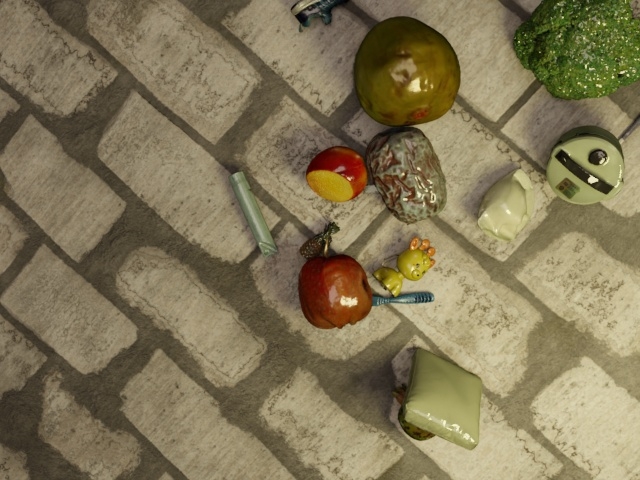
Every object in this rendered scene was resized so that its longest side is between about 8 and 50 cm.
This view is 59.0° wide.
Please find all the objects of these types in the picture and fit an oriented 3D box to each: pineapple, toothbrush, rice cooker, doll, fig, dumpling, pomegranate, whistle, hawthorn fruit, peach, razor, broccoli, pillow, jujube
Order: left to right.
[{"bbox_3d":[-0.233,-0.090,1.962,0.062,0.062,0.312,-23,91,8],"label":"whistle"},{"bbox_3d":[0.000,0.000,1.938,0.159,0.074,0.074,-44,88,5],"label":"pineapple"},{"bbox_3d":[0.044,0.169,1.863,0.258,0.258,0.261,-45,69,8],"label":"hawthorn fruit"},{"bbox_3d":[0.054,-0.214,1.855,0.193,0.190,0.190,-29,90,-14],"label":"peach"},{"bbox_3d":[0.261,0.203,1.935,0.254,0.042,0.081,-4,93,6],"label":"razor"},{"bbox_3d":[0.257,-0.526,1.751,0.344,0.343,0.342,1,94,7],"label":"fig"},{"bbox_3d":[0.278,-0.206,1.812,0.226,0.226,0.316,-21,104,8],"label":"jujube"},{"bbox_3d":[0.291,0.088,1.892,0.221,0.135,0.143,-43,120,2],"label":"doll"},{"bbox_3d":[0.321,0.577,1.905,0.159,0.159,0.205,-48,57,8],"label":"pomegranate"},{"bbox_3d":[0.392,0.497,1.807,0.256,0.322,0.119,24,119,4],"label":"pillow"},{"bbox_3d":[0.616,-0.104,1.842,0.179,0.131,0.252,37,76,-16],"label":"dumpling"},{"bbox_3d":[0.787,-0.595,1.691,0.414,0.321,0.309,15,87,22],"label":"broccoli"},{"bbox_3d":[0.806,-0.226,1.723,0.226,0.244,0.225,9,113,21],"label":"rice cooker"},{"bbox_3d":[0.984,-0.341,1.814,0.024,0.026,0.288,42,97,-1],"label":"toothbrush"}]

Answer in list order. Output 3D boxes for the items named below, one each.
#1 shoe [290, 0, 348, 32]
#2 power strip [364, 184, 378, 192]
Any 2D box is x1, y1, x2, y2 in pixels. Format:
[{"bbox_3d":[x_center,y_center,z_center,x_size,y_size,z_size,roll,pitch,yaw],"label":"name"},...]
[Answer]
[{"bbox_3d":[0.007,-0.770,1.877,0.207,0.091,0.106,-24,113,4],"label":"shoe"},{"bbox_3d":[0.189,-0.175,1.926,0.084,0.017,0.027,-2,95,7],"label":"power strip"}]
